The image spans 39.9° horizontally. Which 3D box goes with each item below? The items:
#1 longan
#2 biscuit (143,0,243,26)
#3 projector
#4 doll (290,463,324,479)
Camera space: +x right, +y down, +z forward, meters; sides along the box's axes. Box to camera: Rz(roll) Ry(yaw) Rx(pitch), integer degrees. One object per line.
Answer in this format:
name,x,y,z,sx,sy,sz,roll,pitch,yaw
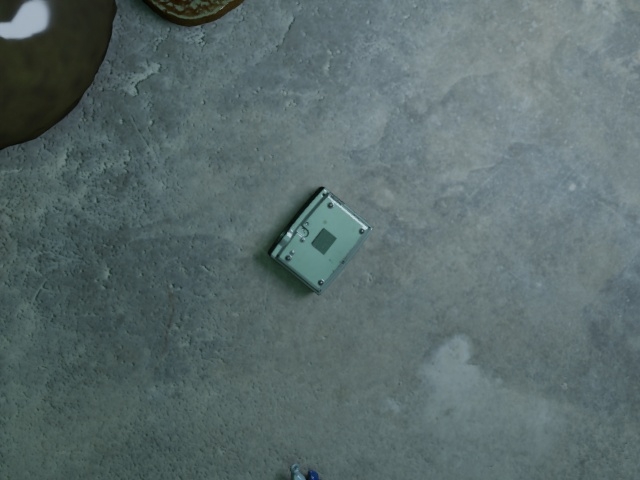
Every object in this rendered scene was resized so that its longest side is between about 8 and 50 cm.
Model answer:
longan,-0.496,-0.322,1.217,0.435,0.404,0.404,-33,101,-30
biscuit,-0.203,-0.487,1.392,0.257,0.049,0.273,36,86,-8
projector,0.000,0.000,1.469,0.115,0.061,0.147,39,89,-9
doll,-0.016,0.471,1.516,0.096,0.070,0.195,-28,104,-35
